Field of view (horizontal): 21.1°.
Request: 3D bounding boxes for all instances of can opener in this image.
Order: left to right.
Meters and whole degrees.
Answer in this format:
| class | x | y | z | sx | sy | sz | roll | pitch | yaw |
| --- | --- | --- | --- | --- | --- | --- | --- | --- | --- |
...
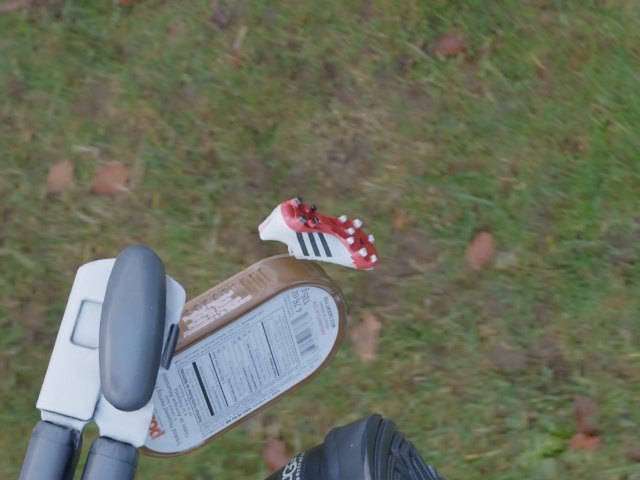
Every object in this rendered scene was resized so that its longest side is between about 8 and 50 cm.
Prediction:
| class | x | y | z | sx | sy | sz | roll | pitch | yaw |
| --- | --- | --- | --- | --- | --- | --- | --- | --- | --- |
| can opener | -0.156 | 0.140 | 1.076 | 0.076 | 0.095 | 0.283 | 14 | 76 | 5 |

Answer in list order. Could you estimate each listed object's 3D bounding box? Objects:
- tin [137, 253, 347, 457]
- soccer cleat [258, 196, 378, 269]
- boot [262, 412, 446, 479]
| class | x | y | z | sx | sy | sz | roll | pitch | yaw |
| --- | --- | --- | --- | --- | --- | --- | --- | --- | --- |
| tin | -0.065 | 0.082 | 1.206 | 0.190 | 0.106 | 0.040 | -30 | 40 | -16 |
| soccer cleat | 0.000 | 0.000 | 1.018 | 0.035 | 0.083 | 0.029 | -33 | 50 | 32 |
| boot | -0.054 | 0.347 | 1.381 | 0.445 | 0.146 | 0.367 | -26 | 114 | 23 |
